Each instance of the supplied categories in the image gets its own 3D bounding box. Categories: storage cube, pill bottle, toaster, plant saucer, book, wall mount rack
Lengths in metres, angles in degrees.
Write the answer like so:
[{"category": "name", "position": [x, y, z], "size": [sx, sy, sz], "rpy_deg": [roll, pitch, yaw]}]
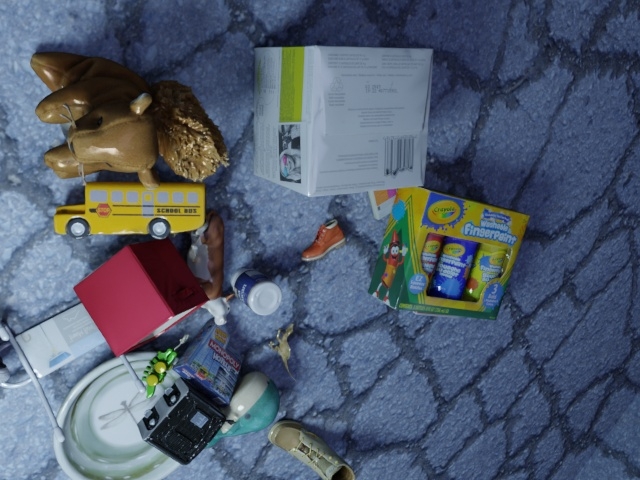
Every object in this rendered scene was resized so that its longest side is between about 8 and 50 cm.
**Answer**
[{"category": "storage cube", "position": [-0.414, 0.125, 1.502], "size": [0.215, 0.184, 0.193], "rpy_deg": [-36, 86, 17]}, {"category": "pill bottle", "position": [-0.180, 0.131, 1.729], "size": [0.094, 0.169, 0.094], "rpy_deg": [-9, 109, -28]}, {"category": "toaster", "position": [-0.350, 0.467, 1.650], "size": [0.168, 0.110, 0.185], "rpy_deg": [-48, 123, -9]}, {"category": "plant saucer", "position": [-0.496, 0.463, 1.687], "size": [0.400, 0.100, 0.400], "rpy_deg": [-10, 110, -28]}, {"category": "book", "position": [0.192, -0.148, 1.950], "size": [0.096, 0.035, 0.144], "rpy_deg": [-29, 119, -24]}, {"category": "wall mount rack", "position": [-0.587, 0.278, 1.512], "size": [0.350, 0.130, 0.304], "rpy_deg": [-30, 94, -20]}]

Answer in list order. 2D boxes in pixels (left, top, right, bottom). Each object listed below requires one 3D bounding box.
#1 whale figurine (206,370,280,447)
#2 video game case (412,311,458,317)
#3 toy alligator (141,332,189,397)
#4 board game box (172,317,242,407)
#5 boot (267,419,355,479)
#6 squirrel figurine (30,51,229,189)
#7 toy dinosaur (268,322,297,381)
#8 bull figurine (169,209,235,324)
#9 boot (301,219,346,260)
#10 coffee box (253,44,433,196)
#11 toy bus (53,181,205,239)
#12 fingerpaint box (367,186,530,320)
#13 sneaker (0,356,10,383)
[{"category": "whale figurine", "position": [-0.225, 0.495, 1.800], "size": [0.141, 0.216, 0.272], "rpy_deg": [44, 102, -7]}, {"category": "video game case", "position": [0.433, 0.123, 2.187], "size": [0.204, 0.025, 0.285], "rpy_deg": [9, 100, -33]}, {"category": "toy alligator", "position": [-0.399, 0.304, 1.608], "size": [0.051, 0.056, 0.189], "rpy_deg": [30, 88, 6]}, {"category": "board game box", "position": [-0.281, 0.313, 1.723], "size": [0.194, 0.060, 0.194], "rpy_deg": [47, 38, -29]}, {"category": "boot", "position": [-0.025, 0.661, 1.973], "size": [0.262, 0.203, 0.095], "rpy_deg": [40, 83, -35]}, {"category": "squirrel figurine", "position": [-0.387, -0.247, 1.359], "size": [0.397, 0.370, 0.281], "rpy_deg": [-7, 109, -29]}, {"category": "toy dinosaur", "position": [-0.109, 0.323, 1.881], "size": [0.053, 0.092, 0.183], "rpy_deg": [-10, 110, -28]}, {"category": "bull figurine", "position": [-0.305, 0.080, 1.660], "size": [0.188, 0.101, 0.310], "rpy_deg": [-25, 115, -65]}, {"category": "boot", "position": [0.000, 0.000, 1.869], "size": [0.158, 0.059, 0.084], "rpy_deg": [-33, 117, -28]}, {"category": "coffee box", "position": [0.044, -0.315, 1.622], "size": [0.338, 0.334, 0.338], "rpy_deg": [-7, 107, -28]}, {"category": "toy bus", "position": [-0.435, -0.071, 1.488], "size": [0.333, 0.108, 0.130], "rpy_deg": [0, 95, -8]}, {"category": "fingerpaint box", "position": [0.415, 0.043, 2.036], "size": [0.445, 0.163, 0.371], "rpy_deg": [11, 100, -32]}, {"category": "sneaker", "position": [-0.836, 0.279, 1.426], "size": [0.269, 0.101, 0.153], "rpy_deg": [-16, 83, 0]}]
